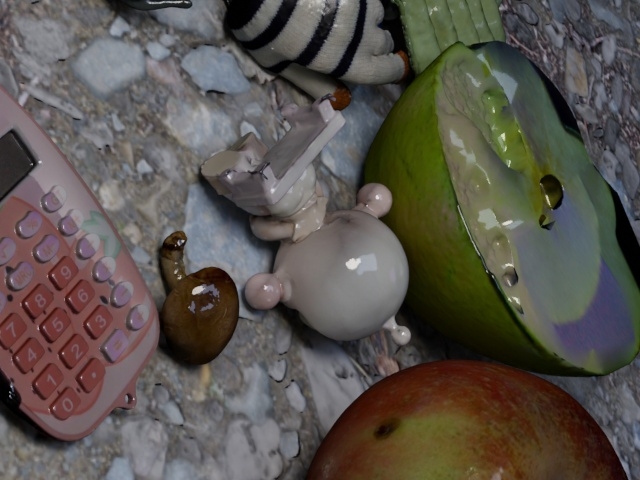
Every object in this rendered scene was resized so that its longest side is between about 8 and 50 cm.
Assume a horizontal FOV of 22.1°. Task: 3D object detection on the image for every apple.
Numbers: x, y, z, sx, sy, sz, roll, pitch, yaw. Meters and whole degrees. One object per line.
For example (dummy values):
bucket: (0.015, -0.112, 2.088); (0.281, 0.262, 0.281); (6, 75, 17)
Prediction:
apple: (0.139, 0.284, 1.538); (0.348, 0.277, 0.348); (20, 59, -38)

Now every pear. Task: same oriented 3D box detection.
pear: (0.183, -0.013, 1.813); (0.399, 0.165, 0.399); (33, 45, -39)

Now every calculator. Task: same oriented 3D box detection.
calculator: (-0.260, 0.021, 1.406); (0.329, 0.048, 0.220); (55, 39, -16)

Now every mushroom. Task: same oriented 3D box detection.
mushroom: (-0.116, 0.049, 1.527); (0.088, 0.073, 0.129); (-6, 77, -41)

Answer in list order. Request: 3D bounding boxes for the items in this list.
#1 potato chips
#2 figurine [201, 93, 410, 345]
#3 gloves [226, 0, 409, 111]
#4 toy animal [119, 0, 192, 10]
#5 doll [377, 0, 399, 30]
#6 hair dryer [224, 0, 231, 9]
potato chips: (0.130, -0.364, 1.973); (0.429, 0.070, 0.358); (68, 24, -18)
figurine: (0.009, -0.005, 1.645); (0.256, 0.144, 0.182); (54, 36, -19)
gloves: (0.014, -0.228, 1.753); (0.219, 0.131, 0.140); (22, 74, -22)
toy animal: (-0.193, -0.348, 1.608); (0.137, 0.082, 0.269); (-27, 94, -24)
doll: (0.048, -0.314, 1.906); (0.114, 0.057, 0.227); (16, 62, -39)
hair dryer: (-0.118, -0.280, 1.730); (0.079, 0.031, 0.083); (-33, 105, -40)
